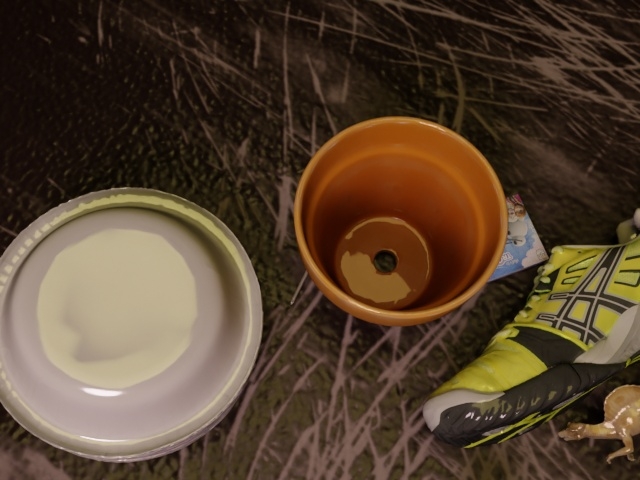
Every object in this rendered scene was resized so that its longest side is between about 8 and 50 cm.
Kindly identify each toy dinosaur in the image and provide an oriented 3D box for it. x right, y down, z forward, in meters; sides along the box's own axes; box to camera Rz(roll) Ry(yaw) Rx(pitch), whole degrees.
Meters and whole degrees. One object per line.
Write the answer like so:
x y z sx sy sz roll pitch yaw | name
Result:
0.349 0.185 0.751 0.183 0.053 0.093 -37 100 11 | toy dinosaur

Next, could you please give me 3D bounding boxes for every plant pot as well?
0.075 0.000 0.758 0.205 0.188 0.205 0 73 -1 | plant pot

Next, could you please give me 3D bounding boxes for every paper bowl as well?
-0.201 0.080 0.732 0.284 0.148 0.284 3 70 -8 | paper bowl

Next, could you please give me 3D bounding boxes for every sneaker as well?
0.263 0.095 0.770 0.384 0.145 0.147 -24 66 -19 | sneaker

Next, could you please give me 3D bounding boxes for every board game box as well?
0.214 -0.001 0.849 0.090 0.020 0.090 -19 75 -7 | board game box

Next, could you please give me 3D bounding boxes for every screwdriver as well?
0.000 0.000 0.849 0.025 0.024 0.170 23 78 37 | screwdriver
